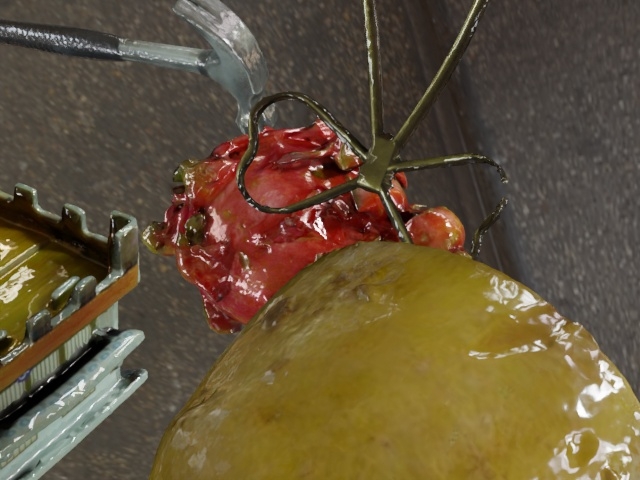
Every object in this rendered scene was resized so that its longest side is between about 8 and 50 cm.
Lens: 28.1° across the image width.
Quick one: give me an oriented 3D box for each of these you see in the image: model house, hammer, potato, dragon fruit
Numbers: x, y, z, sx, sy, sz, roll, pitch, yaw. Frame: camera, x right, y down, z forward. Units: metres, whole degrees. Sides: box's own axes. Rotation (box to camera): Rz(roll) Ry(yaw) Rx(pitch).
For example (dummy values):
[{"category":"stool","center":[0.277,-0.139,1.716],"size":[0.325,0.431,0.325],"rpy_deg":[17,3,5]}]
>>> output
[{"category":"model house","center":[-0.258,0.076,0.963],"size":[0.198,0.215,0.224],"rpy_deg":[24,39,20]},{"category":"hammer","center":[-0.146,-0.134,0.857],"size":[0.246,0.103,0.029],"rpy_deg":[14,52,27]},{"category":"potato","center":[0.007,0.109,0.484],"size":[0.203,0.178,0.158],"rpy_deg":[20,40,37]},{"category":"dragon fruit","center":[0.000,0.000,0.747],"size":[0.208,0.133,0.150],"rpy_deg":[10,89,35]}]

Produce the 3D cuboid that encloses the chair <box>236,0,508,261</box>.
[{"category":"chair","center":[0.026,-0.154,0.578],"size":[0.160,0.170,0.325],"rpy_deg":[21,98,27]}]
